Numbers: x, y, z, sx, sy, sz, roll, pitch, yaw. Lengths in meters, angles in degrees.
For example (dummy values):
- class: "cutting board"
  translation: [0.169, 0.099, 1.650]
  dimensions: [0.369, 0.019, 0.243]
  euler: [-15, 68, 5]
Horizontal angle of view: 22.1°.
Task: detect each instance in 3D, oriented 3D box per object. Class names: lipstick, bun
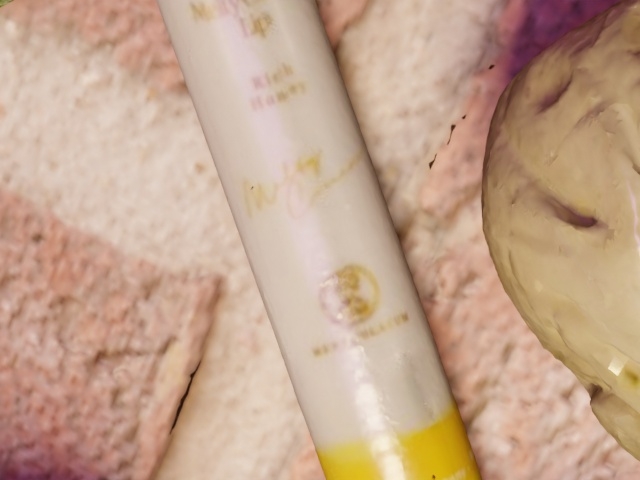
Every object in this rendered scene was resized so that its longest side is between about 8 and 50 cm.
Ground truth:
- class: "lipstick"
  translation: [0.000, 0.000, 0.617]
  dimensions: [0.059, 0.059, 0.264]
  euler: [-18, 96, 19]
- class: "bun"
  translation: [0.147, 0.005, 0.540]
  dimensions: [0.178, 0.128, 0.193]
  euler: [-20, 97, 18]

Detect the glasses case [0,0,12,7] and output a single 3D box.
- class: "glasses case"
  translation: [-0.116, -0.148, 0.618]
  dimensions: [0.272, 0.062, 0.095]
  euler: [-25, 93, 20]
